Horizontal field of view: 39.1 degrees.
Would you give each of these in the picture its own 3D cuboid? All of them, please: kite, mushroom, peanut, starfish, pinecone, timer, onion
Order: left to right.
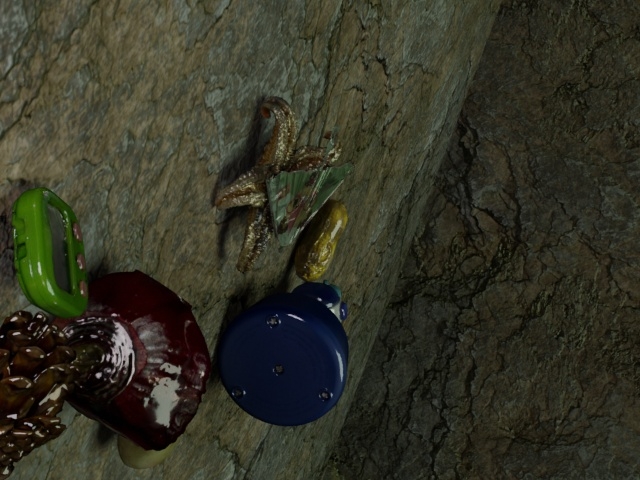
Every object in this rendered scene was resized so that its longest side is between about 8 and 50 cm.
[{"bbox_3d":[-0.345,0.159,0.964,0.179,0.150,0.195,-26,-151,34],"label":"pinecone"},{"bbox_3d":[-0.306,0.015,1.022,0.128,0.047,0.140,64,14,-70],"label":"timer"},{"bbox_3d":[-0.249,0.166,1.249,0.206,0.206,0.216,-61,170,-14],"label":"onion"},{"bbox_3d":[-0.283,0.300,1.479,0.148,0.112,0.148,19,90,-76],"label":"mushroom"},{"bbox_3d":[-0.082,-0.102,1.644,0.312,0.113,0.303,-53,158,-19],"label":"starfish"},{"bbox_3d":[-0.045,0.200,1.975,0.383,0.270,0.271,-57,164,-68],"label":"timer"},{"bbox_3d":[-0.022,-0.088,1.632,0.323,0.013,0.268,-13,132,-61],"label":"kite"},{"bbox_3d":[0.000,0.000,2.109,0.087,0.087,0.207,60,51,-71],"label":"peanut"}]

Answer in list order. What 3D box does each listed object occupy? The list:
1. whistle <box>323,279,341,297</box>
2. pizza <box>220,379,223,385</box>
[{"bbox_3d":[-0.009,0.216,2.327,0.186,0.093,0.274,-112,-152,-54],"label":"whistle"},{"bbox_3d":[-0.196,0.272,1.936,0.037,0.016,0.083,62,47,-69],"label":"pizza"}]
